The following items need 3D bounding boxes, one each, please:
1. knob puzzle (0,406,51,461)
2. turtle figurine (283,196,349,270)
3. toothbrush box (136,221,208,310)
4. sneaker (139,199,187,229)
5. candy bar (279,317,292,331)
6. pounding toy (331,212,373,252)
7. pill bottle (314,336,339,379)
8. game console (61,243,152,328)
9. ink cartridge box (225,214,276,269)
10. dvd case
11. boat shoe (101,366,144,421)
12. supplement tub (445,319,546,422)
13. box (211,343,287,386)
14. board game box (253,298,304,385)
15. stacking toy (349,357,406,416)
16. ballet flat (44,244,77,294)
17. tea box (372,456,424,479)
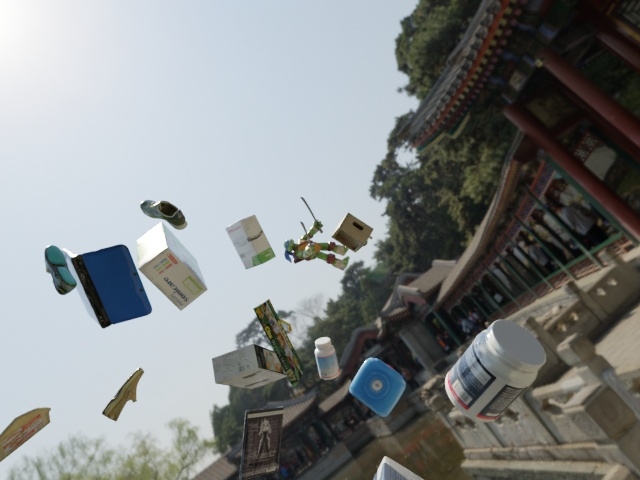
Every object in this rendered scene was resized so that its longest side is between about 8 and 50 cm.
[{"bbox_3d":[-0.946,0.590,1.402,0.213,0.030,0.213,-50,-11,-14],"label":"knob puzzle"},{"bbox_3d":[0.000,0.000,1.824,0.198,0.266,0.275,-131,61,-75],"label":"turtle figurine"},{"bbox_3d":[-0.520,0.083,1.549,0.122,0.283,0.206,-38,-62,-5],"label":"toothbrush box"},{"bbox_3d":[-0.541,-0.110,1.526,0.064,0.192,0.086,-55,-18,-33],"label":"sneaker"},{"bbox_3d":[-0.171,0.312,1.738,0.018,0.161,0.040,-36,-45,-39],"label":"candy bar"},{"bbox_3d":[0.131,-0.027,1.624,0.100,0.141,0.130,-58,3,-22],"label":"pounding toy"},{"bbox_3d":[0.025,0.494,1.876,0.087,0.160,0.087,-11,12,2],"label":"pill bottle"},{"bbox_3d":[-0.784,0.152,1.636,0.173,0.250,0.294,-28,-63,-35],"label":"game console"},{"bbox_3d":[-0.323,0.008,2.049,0.092,0.220,0.160,-30,8,-40],"label":"ink cartridge box"},{"bbox_3d":[-0.204,0.704,1.564,0.018,0.222,0.164,-4,-12,44],"label":"dvd case"},{"bbox_3d":[-0.666,0.535,1.549,0.190,0.072,0.068,-54,5,-10],"label":"boat shoe"},{"bbox_3d":[0.513,0.389,1.327,0.191,0.191,0.272,-18,-39,-45],"label":"supplement tub"},{"bbox_3d":[-0.245,0.458,1.601,0.169,0.087,0.290,-22,-27,9],"label":"box"},{"bbox_3d":[-0.126,0.310,1.386,0.030,0.260,0.136,-27,0,3],"label":"board game box"},{"bbox_3d":[0.245,0.571,1.731,0.166,0.175,0.302,-55,-26,-8],"label":"stacking toy"},{"bbox_3d":[-0.817,0.095,1.380,0.070,0.188,0.070,-29,-32,-21],"label":"ballet flat"},{"bbox_3d":[0.164,0.743,1.028,0.324,0.219,0.329,-60,-13,-5],"label":"tea box"}]
